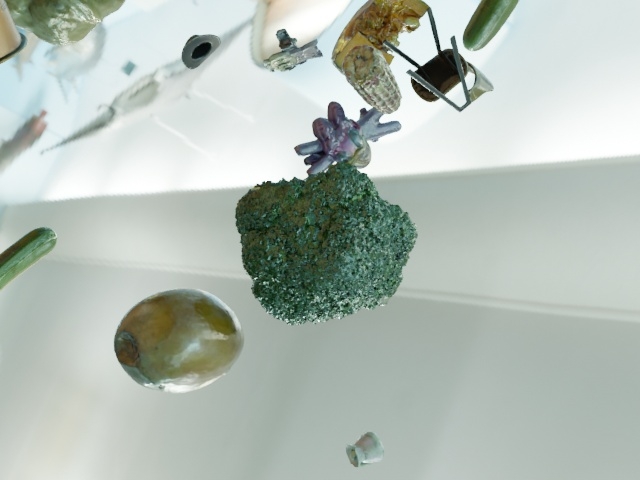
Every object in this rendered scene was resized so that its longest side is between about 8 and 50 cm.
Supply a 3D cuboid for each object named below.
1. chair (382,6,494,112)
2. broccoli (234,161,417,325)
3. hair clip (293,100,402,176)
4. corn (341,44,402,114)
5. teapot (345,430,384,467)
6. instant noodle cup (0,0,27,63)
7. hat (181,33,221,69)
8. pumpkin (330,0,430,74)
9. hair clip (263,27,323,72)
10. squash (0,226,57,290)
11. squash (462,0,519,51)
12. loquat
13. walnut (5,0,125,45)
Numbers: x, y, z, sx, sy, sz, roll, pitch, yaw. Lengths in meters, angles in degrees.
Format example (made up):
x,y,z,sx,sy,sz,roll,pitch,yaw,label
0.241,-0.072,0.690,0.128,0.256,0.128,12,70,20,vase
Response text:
x,y,z,sx,sy,sz,roll,pitch,yaw,label
0.299,-0.415,2.291,0.172,0.247,0.159,-35,-138,8,chair
0.000,0.000,1.594,0.308,0.307,0.275,-46,-153,25,broccoli
0.058,-0.203,1.763,0.090,0.137,0.278,-18,-168,38,hair clip
0.097,-0.276,1.658,0.079,0.237,0.080,-2,-99,14,corn
0.087,0.429,1.895,0.064,0.064,0.083,47,-34,42,teapot
-0.515,-0.316,1.234,0.215,0.172,0.216,-7,-149,4,instant noodle cup
-0.313,-0.491,2.384,0.050,0.121,0.121,48,-70,20,hat
0.138,-0.505,2.365,0.190,0.139,0.280,-65,-167,-14,pumpkin
-0.072,-0.463,2.323,0.146,0.187,0.056,-19,-104,5,hair clip
-0.649,0.045,2.000,0.066,0.066,0.229,-25,-162,46,squash
0.353,-0.471,1.838,0.252,0.066,0.066,122,-23,-43,squash
-0.227,0.163,1.547,0.179,0.227,0.179,3,-85,43,loquat
-0.519,-0.534,1.849,0.282,0.277,0.253,-36,-162,31,walnut
